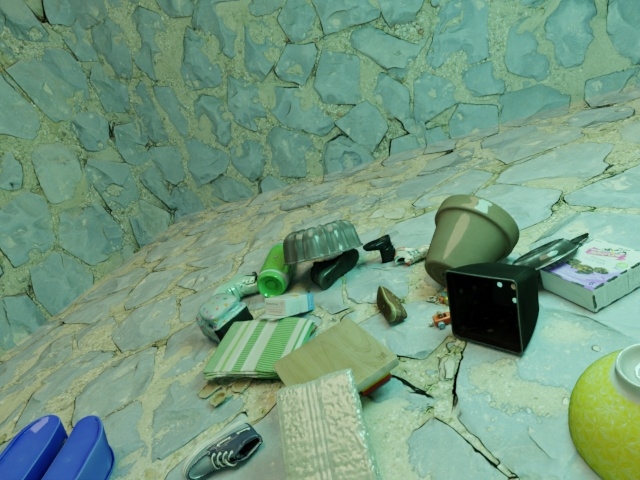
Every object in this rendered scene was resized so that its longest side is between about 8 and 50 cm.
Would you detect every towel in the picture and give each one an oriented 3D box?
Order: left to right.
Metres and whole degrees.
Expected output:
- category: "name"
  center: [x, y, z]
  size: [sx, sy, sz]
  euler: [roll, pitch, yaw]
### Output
- category: "towel"
  center: [-0.193, 0.339, 1.348]
  size: [0.324, 0.038, 0.248]
  euler: [-10, 29, 26]
- category: "towel"
  center: [0.013, 0.418, 0.877]
  size: [0.187, 0.049, 0.282]
  euler: [-19, 49, 7]

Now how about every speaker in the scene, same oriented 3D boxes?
- category: "speaker"
  center: [-0.182, 0.120, 1.802]
  size: [0.131, 0.131, 0.296]
  euler: [-17, 22, 13]

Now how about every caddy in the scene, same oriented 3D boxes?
- category: "caddy"
  center: [-0.675, 0.606, 1.069]
  size: [0.241, 0.179, 0.341]
  euler: [3, 22, -2]

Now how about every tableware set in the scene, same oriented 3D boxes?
- category: "tableware set"
  center: [-0.292, 0.440, 1.294]
  size: [0.141, 0.020, 0.168]
  euler: [-35, 24, -30]

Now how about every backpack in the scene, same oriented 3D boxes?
- category: "backpack"
  center: [-0.370, 0.282, 1.580]
  size: [0.188, 0.144, 0.166]
  euler: [-2, 34, 46]

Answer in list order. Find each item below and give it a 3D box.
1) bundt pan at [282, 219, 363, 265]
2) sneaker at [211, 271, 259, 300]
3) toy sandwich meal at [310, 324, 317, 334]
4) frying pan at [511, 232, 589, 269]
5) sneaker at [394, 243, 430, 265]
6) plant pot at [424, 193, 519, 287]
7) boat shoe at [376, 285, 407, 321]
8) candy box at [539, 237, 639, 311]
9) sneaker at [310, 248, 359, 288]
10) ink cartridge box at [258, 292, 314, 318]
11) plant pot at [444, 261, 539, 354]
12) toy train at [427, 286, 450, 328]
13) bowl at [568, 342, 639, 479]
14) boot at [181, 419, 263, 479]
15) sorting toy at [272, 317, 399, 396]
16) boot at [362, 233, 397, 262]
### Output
- category: "bundt pan"
  center: [0.000, 0.000, 1.698]
  size: [0.330, 0.124, 0.331]
  euler: [-14, 0, 0]
- category: "sneaker"
  center: [-0.345, 0.214, 1.781]
  size: [0.151, 0.094, 0.256]
  euler: [-7, 27, 27]
- category: "toy sandwich meal"
  center: [-0.052, 0.290, 1.404]
  size: [0.085, 0.029, 0.085]
  euler: [-19, 22, 8]
- category: "frying pan"
  center: [0.678, 0.019, 1.209]
  size: [0.326, 0.053, 0.197]
  euler: [-28, -8, -8]
- category: "sneaker"
  center: [0.343, 0.061, 1.551]
  size: [0.161, 0.057, 0.075]
  euler: [-6, 43, 32]
- category: "plant pot"
  center: [0.437, 0.025, 1.316]
  size: [0.263, 0.263, 0.229]
  euler: [10, 55, 53]
- category: "boat shoe"
  center: [0.219, 0.199, 1.331]
  size: [0.060, 0.064, 0.178]
  euler: [6, 20, -12]
- category: "candy box"
  center: [0.711, 0.083, 1.102]
  size: [0.196, 0.070, 0.165]
  euler: [-26, 21, -10]
- category: "sneaker"
  center: [0.047, 0.096, 1.690]
  size: [0.227, 0.087, 0.130]
  euler: [-39, 33, -25]
- category: "ink cartridge box"
  center: [-0.120, 0.224, 1.480]
  size: [0.104, 0.062, 0.181]
  euler: [-5, 0, 39]
- category: "plant pot"
  center: [0.450, 0.145, 1.078]
  size: [0.167, 0.188, 0.187]
  euler: [-23, 18, -36]
- category: "toy train"
  center: [0.362, 0.183, 1.236]
  size: [0.125, 0.046, 0.166]
  euler: [-17, 22, 11]
- category: "bowl"
  center: [0.563, 0.265, 0.702]
  size: [0.289, 0.156, 0.289]
  euler: [-19, 22, 8]
- category: "boot"
  center: [-0.232, 0.507, 1.008]
  size: [0.190, 0.069, 0.086]
  euler: [-33, 21, -29]
- category: "sorting toy"
  center: [0.040, 0.345, 1.105]
  size: [0.255, 0.089, 0.257]
  euler: [-29, 23, -16]
- category: "boot"
  center: [0.231, 0.041, 1.625]
  size: [0.121, 0.099, 0.045]
  euler: [-25, 23, -3]
